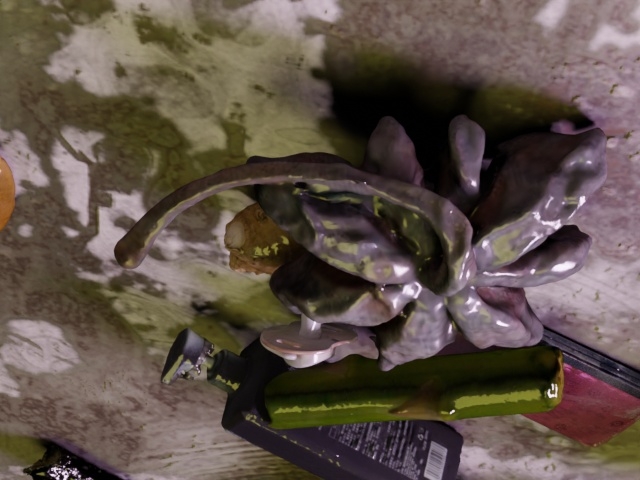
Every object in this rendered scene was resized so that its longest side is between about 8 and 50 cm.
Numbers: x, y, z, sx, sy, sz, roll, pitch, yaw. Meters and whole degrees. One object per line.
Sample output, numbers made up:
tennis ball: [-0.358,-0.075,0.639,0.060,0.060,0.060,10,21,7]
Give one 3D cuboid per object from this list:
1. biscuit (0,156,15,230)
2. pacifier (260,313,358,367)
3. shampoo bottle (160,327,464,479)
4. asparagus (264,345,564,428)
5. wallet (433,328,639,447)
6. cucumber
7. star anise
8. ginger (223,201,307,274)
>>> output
biscuit: [-0.369,-0.036,1.441,0.224,0.033,0.144,-2,140,22]
pacifier: [-0.013,0.072,1.441,0.081,0.099,0.078,16,109,31]
shampoo bottle: [-0.006,0.167,1.530,0.309,0.098,0.071,30,145,-19]
asparagus: [0.084,0.133,1.430,0.277,0.067,0.060,-5,152,21]
wallet: [0.187,0.119,1.464,0.232,0.025,0.119,25,143,-13]
cucumber: [-0.251,0.284,1.804,0.181,0.053,0.053,32,140,-24]
star anise: [0.066,0.016,1.237,0.359,0.139,0.316,-30,125,23]
ginger: [0.001,-0.006,1.336,0.165,0.067,0.096,4,135,-12]
